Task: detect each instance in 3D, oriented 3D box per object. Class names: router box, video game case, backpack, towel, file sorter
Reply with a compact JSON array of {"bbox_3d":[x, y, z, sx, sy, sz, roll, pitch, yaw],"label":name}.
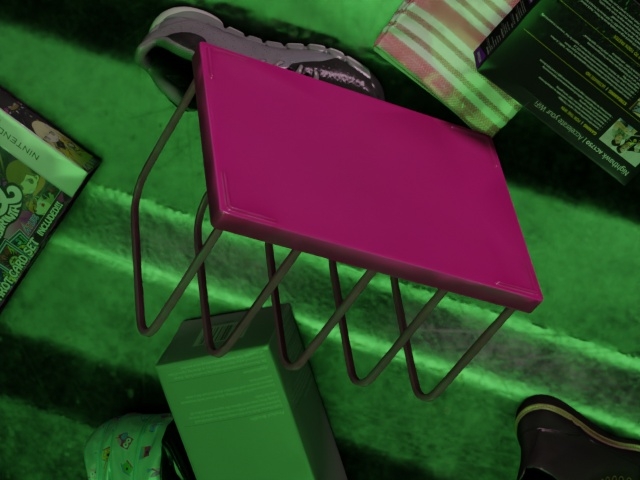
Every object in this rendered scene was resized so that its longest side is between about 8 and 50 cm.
[{"bbox_3d":[0.242,-0.150,1.264,0.179,0.046,0.133,36,114,-16],"label":"router box"},{"bbox_3d":[-0.363,-0.050,1.457,0.210,0.042,0.232,37,114,-2],"label":"video game case"},{"bbox_3d":[-0.170,0.265,1.488,0.115,0.152,0.182,-5,100,9],"label":"backpack"},{"bbox_3d":[0.158,-0.200,1.290,0.144,0.029,0.197,38,114,-5],"label":"towel"},{"bbox_3d":[0.000,0.000,1.246,0.291,0.202,0.182,15,131,-25],"label":"file sorter"}]

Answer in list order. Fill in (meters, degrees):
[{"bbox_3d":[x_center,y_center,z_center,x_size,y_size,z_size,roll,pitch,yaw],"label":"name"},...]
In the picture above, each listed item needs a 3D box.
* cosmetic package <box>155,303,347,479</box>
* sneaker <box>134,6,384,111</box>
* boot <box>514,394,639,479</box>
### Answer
[{"bbox_3d":[-0.061,0.196,1.458,0.127,0.107,0.238,-11,111,16],"label":"cosmetic package"},{"bbox_3d":[-0.062,-0.134,1.307,0.229,0.132,0.086,17,114,5],"label":"sneaker"},{"bbox_3d":[0.267,0.240,1.382,0.198,0.137,0.077,25,115,1],"label":"boot"}]
